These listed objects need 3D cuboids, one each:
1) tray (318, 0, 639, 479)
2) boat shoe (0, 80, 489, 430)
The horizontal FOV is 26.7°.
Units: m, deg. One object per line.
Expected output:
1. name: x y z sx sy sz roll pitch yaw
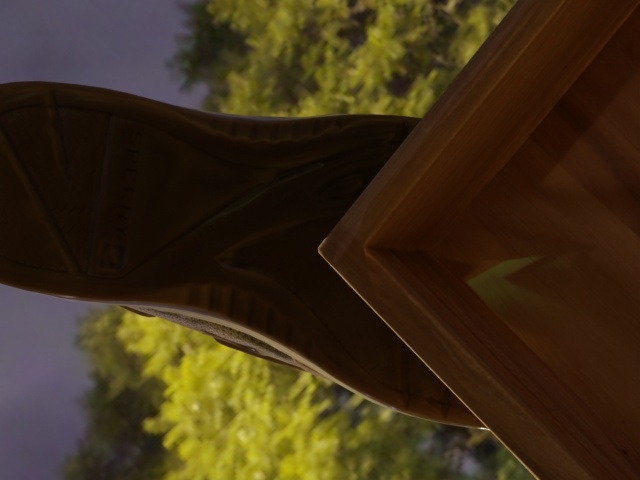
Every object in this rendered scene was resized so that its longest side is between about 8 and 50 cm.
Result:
1. tray: 0.208 0.066 0.395 0.203 0.411 0.076 -51 -22 17
2. boat shoe: 0.000 0.000 0.613 0.110 0.341 0.122 23 -97 -83
